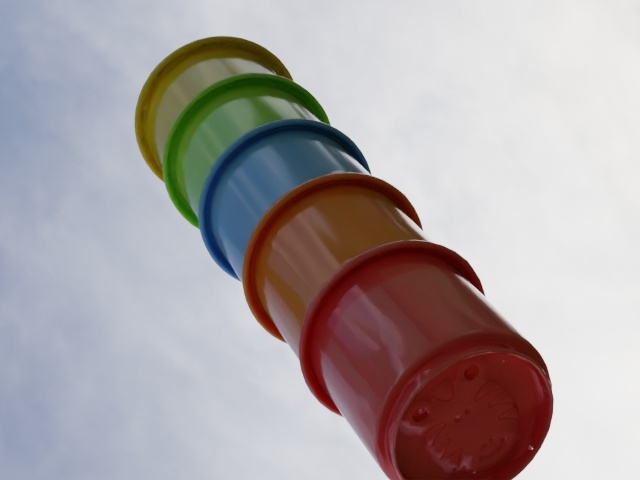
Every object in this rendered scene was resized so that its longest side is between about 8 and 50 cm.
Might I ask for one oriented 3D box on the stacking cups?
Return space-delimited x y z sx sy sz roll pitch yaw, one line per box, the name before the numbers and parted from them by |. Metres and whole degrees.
stacking cups | 0.000 0.000 0.486 0.096 0.096 0.316 26 -167 -32
